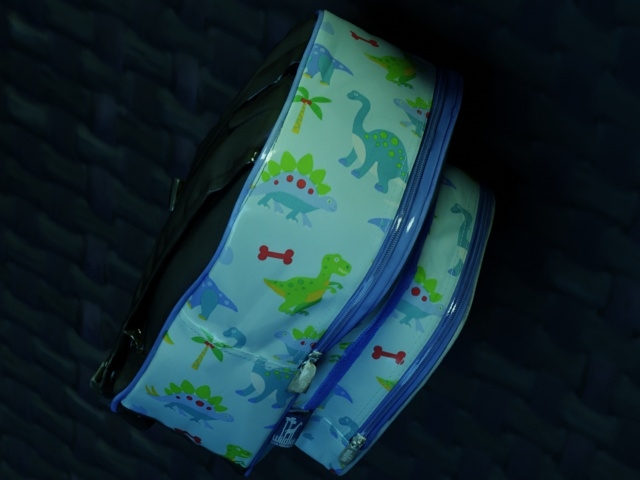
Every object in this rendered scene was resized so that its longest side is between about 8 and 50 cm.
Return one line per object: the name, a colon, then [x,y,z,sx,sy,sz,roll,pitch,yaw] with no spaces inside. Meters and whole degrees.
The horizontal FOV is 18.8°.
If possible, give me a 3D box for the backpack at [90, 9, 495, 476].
backpack: [0.000,0.000,0.535,0.084,0.105,0.114,24,136,-7]
